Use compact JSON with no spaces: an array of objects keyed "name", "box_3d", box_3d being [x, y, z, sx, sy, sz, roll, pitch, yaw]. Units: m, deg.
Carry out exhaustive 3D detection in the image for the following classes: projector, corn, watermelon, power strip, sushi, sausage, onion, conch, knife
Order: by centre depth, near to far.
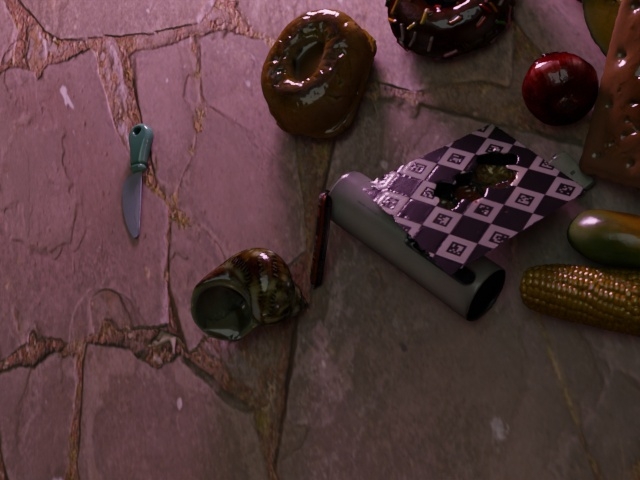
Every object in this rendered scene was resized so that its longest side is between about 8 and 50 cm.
[{"name":"corn","box_3d":[0.465,0.092,1.230,0.305,0.106,0.106,11,74,28]},{"name":"watermelon","box_3d":[0.589,-0.340,1.331,0.301,0.129,0.123,23,76,30]},{"name":"sushi","box_3d":[0.256,-0.068,1.354,0.290,0.050,0.264,-28,47,-16]},{"name":"onion","box_3d":[0.414,-0.262,1.369,0.131,0.131,0.131,-8,67,19]},{"name":"power strip","box_3d":[0.432,-0.116,1.370,0.040,0.016,0.090,-39,60,4]},{"name":"projector","box_3d":[0.158,0.004,1.383,0.337,0.108,0.108,37,87,29]},{"name":"sausage","box_3d":[0.000,0.000,1.438,0.028,0.025,0.198,-137,49,-56]},{"name":"conch","box_3d":[-0.124,0.103,1.454,0.182,0.124,0.187,28,106,19]},{"name":"knife","box_3d":[-0.401,-0.128,1.705,0.063,0.035,0.260,-4,72,25]}]

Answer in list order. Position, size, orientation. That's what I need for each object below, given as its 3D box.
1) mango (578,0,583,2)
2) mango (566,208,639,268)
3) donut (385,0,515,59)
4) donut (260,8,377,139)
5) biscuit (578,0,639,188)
[{"name":"mango","box_3d":[0.490,-0.515,1.466,0.111,0.089,0.163,-38,70,18]},{"name":"mango","box_3d":[0.484,0.003,1.247,0.191,0.122,0.085,19,105,33]},{"name":"donut","box_3d":[0.249,-0.476,1.538,0.270,0.103,0.269,-8,65,18]},{"name":"donut","box_3d":[-0.011,-0.331,1.570,0.209,0.128,0.261,9,72,25]},{"name":"biscuit","box_3d":[0.531,-0.242,1.248,0.217,0.044,0.324,24,104,48]}]
